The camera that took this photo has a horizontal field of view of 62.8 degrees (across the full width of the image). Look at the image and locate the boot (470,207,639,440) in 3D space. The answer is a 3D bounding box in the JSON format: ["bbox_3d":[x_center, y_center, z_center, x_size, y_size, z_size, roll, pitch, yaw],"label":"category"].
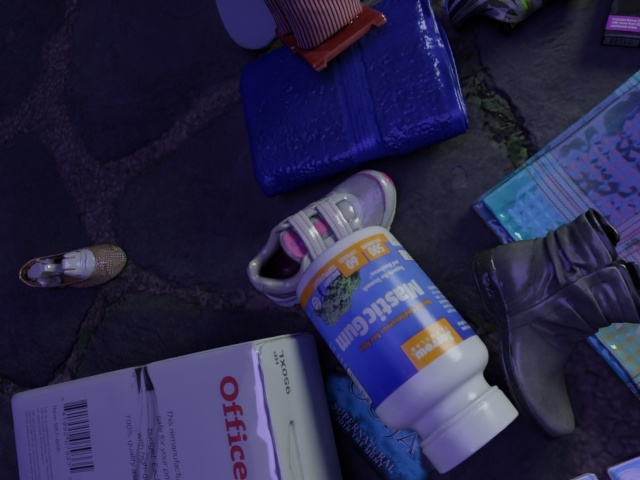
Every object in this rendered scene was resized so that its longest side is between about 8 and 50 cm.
[{"bbox_3d":[0.281,0.100,0.583,0.161,0.083,0.247,-21,87,36],"label":"boot"}]

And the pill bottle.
[{"bbox_3d":[0.102,0.127,0.634,0.152,0.152,0.272,-44,66,12],"label":"pill bottle"}]

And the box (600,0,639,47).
[{"bbox_3d":[0.421,-0.312,0.628,0.116,0.029,0.162,15,89,22],"label":"box"}]

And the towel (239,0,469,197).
[{"bbox_3d":[0.038,-0.202,0.749,0.308,0.076,0.228,-16,73,20],"label":"towel"}]

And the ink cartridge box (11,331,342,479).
[{"bbox_3d":[-0.182,0.298,0.677,0.394,0.166,0.286,-16,80,22],"label":"ink cartridge box"}]

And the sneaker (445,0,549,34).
[{"bbox_3d":[0.259,-0.311,0.680,0.188,0.067,0.078,-1,106,19],"label":"sneaker"}]

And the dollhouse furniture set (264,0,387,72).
[{"bbox_3d":[0.068,-0.424,0.658,0.374,0.201,0.152,-39,46,0],"label":"dollhouse furniture set"}]

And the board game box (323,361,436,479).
[{"bbox_3d":[0.087,0.237,0.711,0.186,0.026,0.126,43,101,19],"label":"board game box"}]

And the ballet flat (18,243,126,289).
[{"bbox_3d":[-0.435,0.050,0.906,0.206,0.067,0.073,-15,79,19],"label":"ballet flat"}]

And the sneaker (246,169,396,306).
[{"bbox_3d":[0.000,0.000,0.719,0.252,0.111,0.103,-45,72,12],"label":"sneaker"}]

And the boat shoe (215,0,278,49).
[{"bbox_3d":[-0.083,-0.485,0.787,0.135,0.156,0.367,7,117,17],"label":"boat shoe"}]

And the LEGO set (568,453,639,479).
[{"bbox_3d":[0.400,0.360,0.562,0.182,0.060,0.244,-30,72,16],"label":"LEGO set"}]

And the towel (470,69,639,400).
[{"bbox_3d":[0.395,0.010,0.599,0.271,0.040,0.370,-40,71,14],"label":"towel"}]
